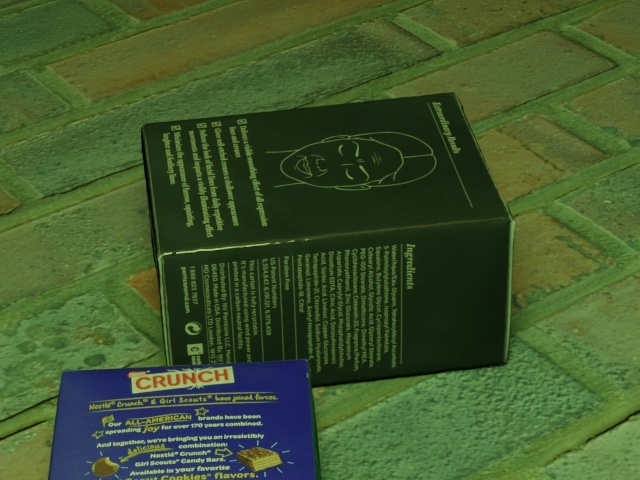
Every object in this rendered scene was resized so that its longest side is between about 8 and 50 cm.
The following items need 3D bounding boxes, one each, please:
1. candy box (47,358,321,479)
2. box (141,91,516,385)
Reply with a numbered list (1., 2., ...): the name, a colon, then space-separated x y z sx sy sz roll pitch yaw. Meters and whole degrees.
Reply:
1. candy box: -0.131 0.261 1.611 0.268 0.122 0.317 -3 36 -1
2. box: 0.000 0.000 1.908 0.395 0.212 0.293 -6 34 -6
